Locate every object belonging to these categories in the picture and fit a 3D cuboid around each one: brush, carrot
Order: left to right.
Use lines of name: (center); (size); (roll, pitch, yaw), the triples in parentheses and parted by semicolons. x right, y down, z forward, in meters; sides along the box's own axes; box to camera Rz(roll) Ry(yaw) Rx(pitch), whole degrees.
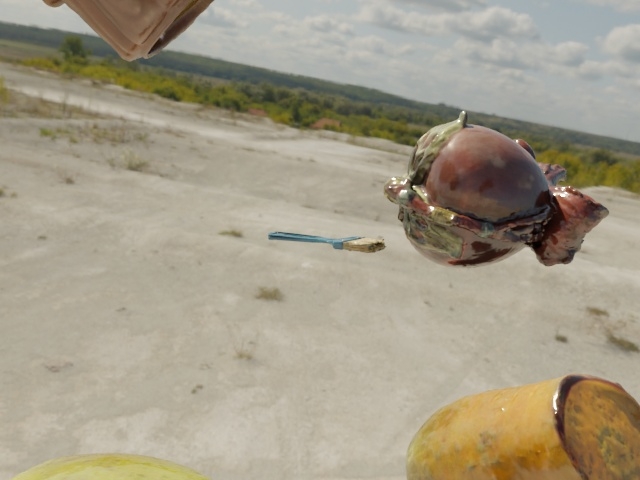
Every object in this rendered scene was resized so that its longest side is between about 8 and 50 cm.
brush: (0.000, 0.000, 0.766); (0.164, 0.014, 0.051); (6, 9, 36)
carrot: (0.282, 0.319, 0.902); (0.224, 0.341, 0.224); (16, 54, -24)

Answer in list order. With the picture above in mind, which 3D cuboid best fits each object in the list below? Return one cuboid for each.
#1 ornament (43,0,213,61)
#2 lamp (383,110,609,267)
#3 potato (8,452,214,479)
ornament: (-0.155, -0.272, 0.462); (0.217, 0.235, 0.221); (46, -2, -17)
lamp: (0.170, -0.043, 0.675); (0.223, 0.151, 0.215); (26, 27, -17)
potato: (-0.166, 0.325, 0.664); (0.280, 0.330, 0.212); (-4, 38, 7)
